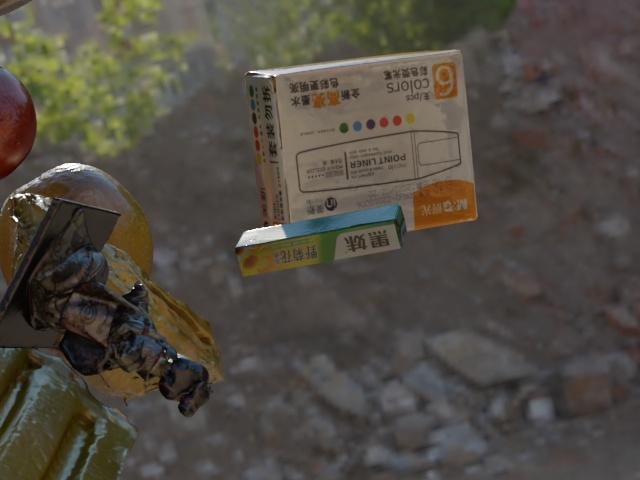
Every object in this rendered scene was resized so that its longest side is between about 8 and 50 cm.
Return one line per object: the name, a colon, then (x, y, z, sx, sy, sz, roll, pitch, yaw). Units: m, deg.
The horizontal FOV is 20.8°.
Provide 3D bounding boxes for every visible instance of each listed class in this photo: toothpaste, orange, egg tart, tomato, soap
toothpaste: (0.000, 0.000, 1.829, 0.178, 0.037, 0.043, -10, 20, 15)
orange: (-0.346, 0.010, 2.461, 0.236, 0.236, 0.236, -15, 5, 1)
egg tart: (-0.260, 0.084, 2.084, 0.150, 0.352, 0.352, -49, 9, -5)
tomato: (-0.424, -0.143, 2.067, 0.187, 0.151, 0.187, 15, -21, 6)
soap: (-0.289, 0.204, 1.628, 0.091, 0.199, 0.315, -47, 10, 16)

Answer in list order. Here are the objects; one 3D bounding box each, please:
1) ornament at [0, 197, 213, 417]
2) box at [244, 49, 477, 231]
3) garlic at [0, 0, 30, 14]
ornament: (-0.174, 0.079, 1.618, 0.196, 0.153, 0.166, 31, 5, 13)
box: (0.052, -0.113, 2.109, 0.274, 0.220, 0.091, -12, 11, -27)
garlic: (-0.486, -0.403, 2.324, 0.340, 0.231, 0.246, -24, 2, 32)
